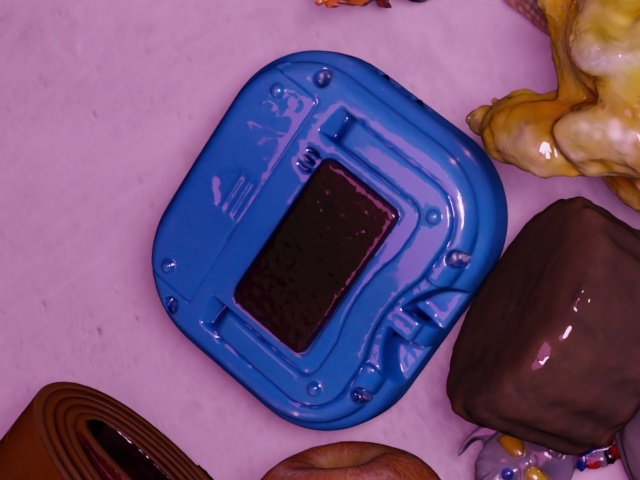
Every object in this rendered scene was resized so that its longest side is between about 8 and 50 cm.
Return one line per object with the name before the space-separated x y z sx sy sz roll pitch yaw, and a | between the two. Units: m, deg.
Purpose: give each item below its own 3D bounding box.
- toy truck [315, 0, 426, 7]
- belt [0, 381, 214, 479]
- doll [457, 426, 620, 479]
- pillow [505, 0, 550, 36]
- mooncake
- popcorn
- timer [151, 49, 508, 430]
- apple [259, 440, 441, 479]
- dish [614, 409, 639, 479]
toy truck | 0.116 -0.302 1.343 0.270 0.135 0.114 -19 78 40
belt | -0.192 0.297 1.490 0.339 0.217 0.122 45 110 15
doll | 0.208 0.205 1.381 0.194 0.062 0.104 -34 96 13
pillow | 0.265 -0.279 1.349 0.135 0.034 0.211 47 109 19
mooncake | 0.217 0.078 1.291 0.124 0.228 0.228 28 106 -13
popcorn | 0.315 -0.150 1.200 0.335 0.274 0.279 21 99 24
timer | 0.000 0.000 1.446 0.309 0.115 0.340 39 107 16
apple | 0.028 0.292 1.389 0.211 0.211 0.188 -4 93 26
dish | 0.379 0.161 1.249 0.303 0.120 0.303 0 91 18
